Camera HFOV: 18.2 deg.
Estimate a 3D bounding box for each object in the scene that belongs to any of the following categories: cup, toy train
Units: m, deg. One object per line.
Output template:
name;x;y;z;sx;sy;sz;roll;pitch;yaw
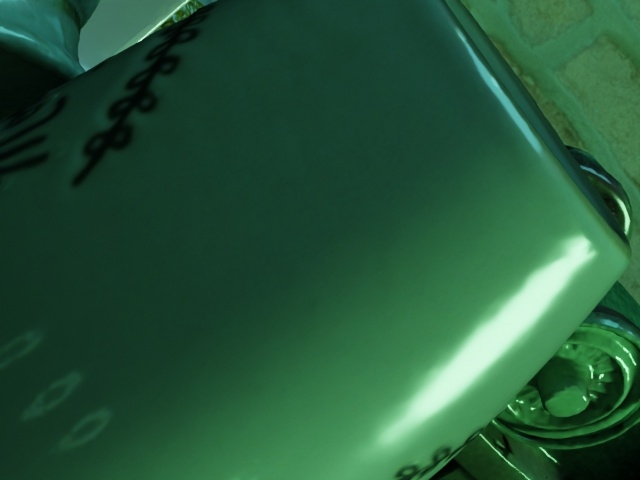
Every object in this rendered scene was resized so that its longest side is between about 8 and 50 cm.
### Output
cup;-0.029;0.010;0.691;0.186;0.234;0.258;53;8;-10
toy train;0.095;0.091;0.997;0.304;0.221;0.150;46;30;-32

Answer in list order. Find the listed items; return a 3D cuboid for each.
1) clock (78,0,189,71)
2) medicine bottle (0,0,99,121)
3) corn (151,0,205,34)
clock;-0.112;-0.126;0.950;0.080;0.275;0.290;50;-26;-9
medicine bottle;-0.143;-0.116;0.713;0.147;0.147;0.143;34;60;-62
corn;-0.093;-0.113;1.228;0.080;0.080;0.238;56;11;14
